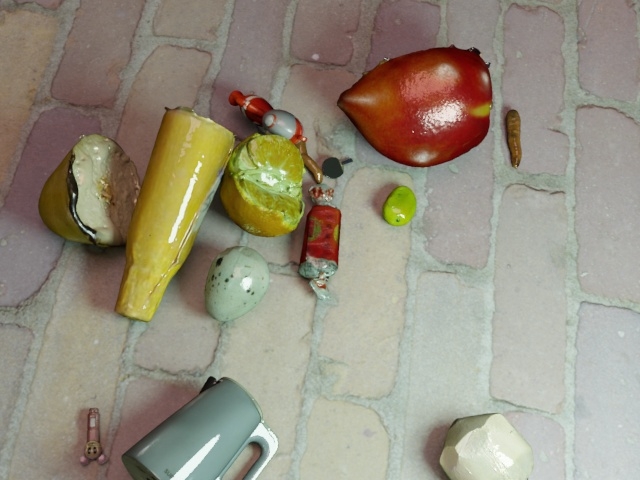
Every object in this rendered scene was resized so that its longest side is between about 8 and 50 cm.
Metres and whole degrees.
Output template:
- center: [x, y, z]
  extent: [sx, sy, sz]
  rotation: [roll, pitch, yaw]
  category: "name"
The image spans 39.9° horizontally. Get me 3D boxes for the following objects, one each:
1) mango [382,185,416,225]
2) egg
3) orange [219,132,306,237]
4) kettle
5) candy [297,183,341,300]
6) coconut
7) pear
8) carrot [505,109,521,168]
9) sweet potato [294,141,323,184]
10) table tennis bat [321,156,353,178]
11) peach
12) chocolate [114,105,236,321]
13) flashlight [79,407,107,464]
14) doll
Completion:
- center: [0.178, -0.079, 1.972]
  extent: [0.074, 0.056, 0.108]
  rotation: [19, 58, 0]
  category: "mango"
- center: [-0.177, 0.089, 1.808]
  extent: [0.131, 0.131, 0.164]
  rotation: [28, 66, 11]
  category: "egg"
- center: [-0.130, -0.110, 1.899]
  extent: [0.179, 0.158, 0.237]
  rotation: [23, 49, -36]
  category: "orange"
- center: [-0.207, 0.393, 1.636]
  extent: [0.210, 0.160, 0.243]
  rotation: [48, 60, 0]
  category: "kettle"
- center: [0.001, 0.001, 1.913]
  extent: [0.086, 0.059, 0.292]
  rotation: [8, 61, -4]
  category: "candy"
- center: [0.308, 0.400, 1.654]
  extent: [0.161, 0.161, 0.162]
  rotation: [-35, 77, -21]
  category: "coconut"
- center: [-0.510, -0.085, 1.866]
  extent: [0.178, 0.267, 0.266]
  rotation: [-16, 58, 23]
  category: "pear"
- center: [0.462, -0.244, 2.102]
  extent: [0.036, 0.035, 0.165]
  rotation: [5, 63, -2]
  category: "carrot"
- center: [-0.042, -0.205, 2.039]
  extent: [0.044, 0.044, 0.179]
  rotation: [-19, 62, -15]
  category: "sweet potato"
- center: [0.040, -0.172, 2.033]
  extent: [0.083, 0.007, 0.050]
  rotation: [-26, 92, -28]
  category: "table tennis bat"
- center: [0.227, -0.281, 1.973]
  extent: [0.362, 0.257, 0.201]
  rotation: [-7, 56, -12]
  category: "peach"
- center: [-0.311, -0.047, 1.822]
  extent: [0.162, 0.162, 0.445]
  rotation: [17, 85, 5]
  category: "chocolate"
- center: [-0.434, 0.373, 1.683]
  extent: [0.052, 0.031, 0.110]
  rotation: [-4, 61, -6]
  category: "flashlight"
- center: [-0.110, -0.273, 2.003]
  extent: [0.245, 0.142, 0.076]
  rotation: [39, 102, 37]
  category: "doll"
